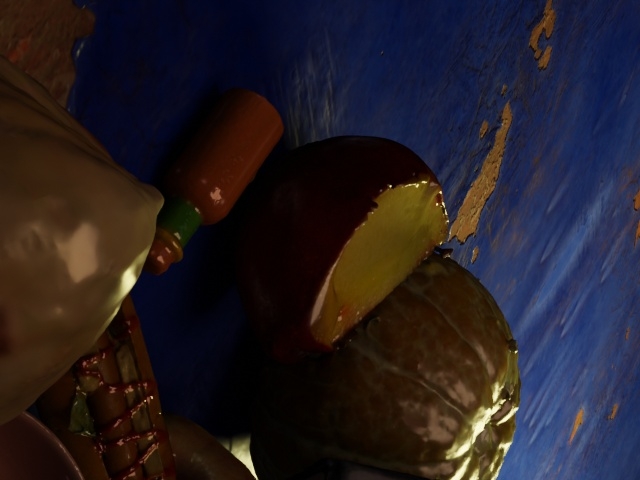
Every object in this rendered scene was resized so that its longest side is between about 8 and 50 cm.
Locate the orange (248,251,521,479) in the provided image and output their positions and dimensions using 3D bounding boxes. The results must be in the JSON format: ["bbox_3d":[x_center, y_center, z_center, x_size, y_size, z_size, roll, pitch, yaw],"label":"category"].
[{"bbox_3d":[0.071,0.166,1.799,0.329,0.249,0.329,-48,146,-47],"label":"orange"}]

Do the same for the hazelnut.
[{"bbox_3d":[-0.217,-0.010,1.083,0.241,0.261,0.261,3,107,-28],"label":"hazelnut"}]

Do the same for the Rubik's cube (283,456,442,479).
[{"bbox_3d":[0.068,0.427,1.565,0.362,0.363,0.359,-41,-143,55],"label":"Rubik's cube"}]

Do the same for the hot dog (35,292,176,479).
[{"bbox_3d":[-0.175,0.102,1.332,0.104,0.076,0.250,-10,85,-35],"label":"hot dog"}]

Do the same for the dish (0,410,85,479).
[{"bbox_3d":[-0.276,0.216,1.261,0.213,0.090,0.213,1,88,-34],"label":"dish"}]

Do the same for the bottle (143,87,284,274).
[{"bbox_3d":[-0.104,-0.049,1.507,0.187,0.069,0.069,-55,151,-28],"label":"bottle"}]

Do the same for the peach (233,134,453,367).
[{"bbox_3d":[-0.004,-0.004,1.642,0.267,0.154,0.159,-44,142,-33],"label":"peach"}]

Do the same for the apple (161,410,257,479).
[{"bbox_3d":[-0.146,0.249,1.447,0.211,0.211,0.188,-51,170,-37],"label":"apple"}]
